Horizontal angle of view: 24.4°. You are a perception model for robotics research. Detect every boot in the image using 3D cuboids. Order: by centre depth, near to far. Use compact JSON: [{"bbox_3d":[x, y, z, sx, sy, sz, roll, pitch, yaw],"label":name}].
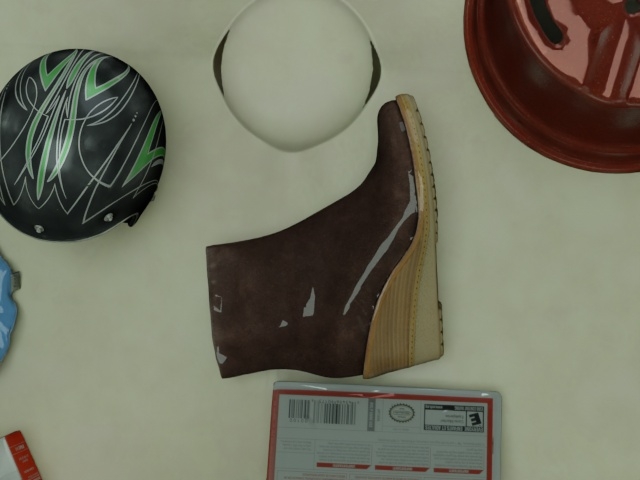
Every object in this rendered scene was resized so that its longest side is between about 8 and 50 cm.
[{"bbox_3d":[0.000,0.000,1.296,0.207,0.090,0.248,-3,93,5],"label":"boot"}]

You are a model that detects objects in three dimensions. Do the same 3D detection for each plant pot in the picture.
[{"bbox_3d":[0.248,-0.194,1.180,0.272,0.265,0.272,0,90,7],"label":"plant pot"}]

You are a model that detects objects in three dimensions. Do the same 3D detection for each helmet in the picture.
[{"bbox_3d":[-0.213,-0.082,1.286,0.169,0.161,0.169,0,90,7],"label":"helmet"}]

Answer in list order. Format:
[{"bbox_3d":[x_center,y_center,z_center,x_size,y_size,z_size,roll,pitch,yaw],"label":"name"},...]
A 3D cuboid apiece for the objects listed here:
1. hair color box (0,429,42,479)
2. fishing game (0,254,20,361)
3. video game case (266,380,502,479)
[{"bbox_3d":[-0.288,0.269,1.349,0.093,0.053,0.167,-25,88,5],"label":"hair color box"},{"bbox_3d":[-0.370,0.061,1.366,0.189,0.041,0.264,-6,84,-3],"label":"fishing game"},{"bbox_3d":[0.051,0.265,1.269,0.204,0.025,0.285,3,70,2],"label":"video game case"}]
